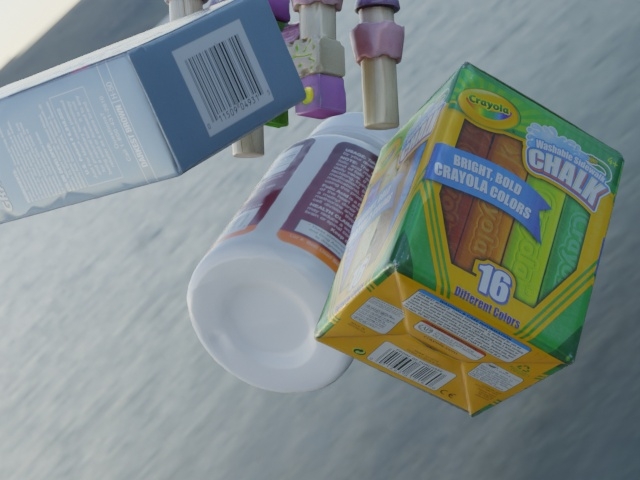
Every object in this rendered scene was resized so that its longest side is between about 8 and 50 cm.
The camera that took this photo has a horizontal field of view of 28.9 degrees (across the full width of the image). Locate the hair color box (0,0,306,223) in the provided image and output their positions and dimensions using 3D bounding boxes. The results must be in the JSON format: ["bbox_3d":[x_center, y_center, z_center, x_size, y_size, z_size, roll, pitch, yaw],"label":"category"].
[{"bbox_3d":[-0.218,-0.110,1.156,0.374,0.113,0.185,-12,17,41],"label":"hair color box"}]

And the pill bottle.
[{"bbox_3d":[0.000,0.000,1.637,0.224,0.224,0.392,-34,14,36],"label":"pill bottle"}]

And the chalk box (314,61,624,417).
[{"bbox_3d":[0.142,-0.022,1.122,0.179,0.180,0.289,-45,21,58],"label":"chalk box"}]

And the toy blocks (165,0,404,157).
[{"bbox_3d":[-0.091,-0.256,1.432,0.288,0.260,0.309,-8,-9,40],"label":"toy blocks"}]
